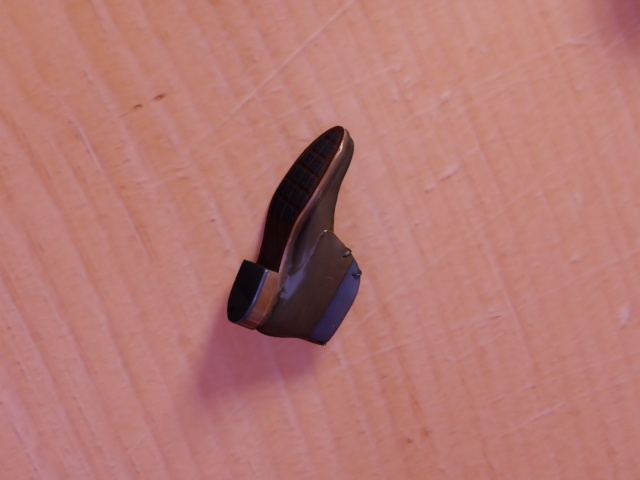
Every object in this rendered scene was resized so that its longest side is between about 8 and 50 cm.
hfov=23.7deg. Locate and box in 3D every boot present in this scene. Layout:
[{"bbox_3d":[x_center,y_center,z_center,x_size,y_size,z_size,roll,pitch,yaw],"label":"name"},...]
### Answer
[{"bbox_3d":[0.000,0.000,1.507,0.106,0.082,0.219,26,96,-28],"label":"boot"}]
